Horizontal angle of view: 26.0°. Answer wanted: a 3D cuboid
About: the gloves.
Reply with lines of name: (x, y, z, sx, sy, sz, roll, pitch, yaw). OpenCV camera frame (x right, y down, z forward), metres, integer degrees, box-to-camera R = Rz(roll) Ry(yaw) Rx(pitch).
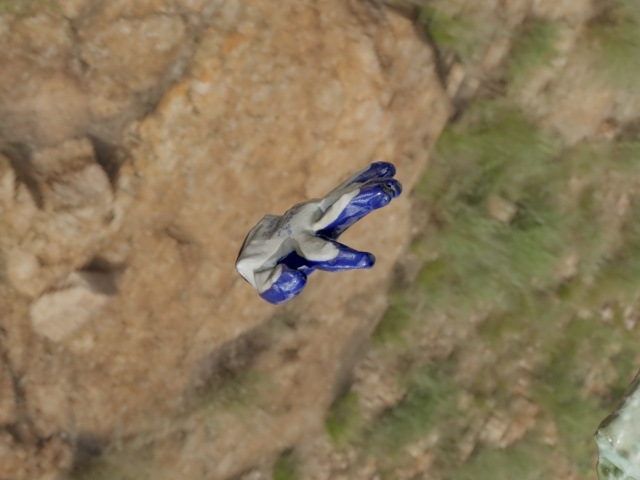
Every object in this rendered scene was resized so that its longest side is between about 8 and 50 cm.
gloves: (0.000, 0.000, 0.552, 0.026, 0.086, 0.064, 45, 41, -20)

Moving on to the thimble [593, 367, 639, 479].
thimble: (0.152, 0.073, 0.530, 0.110, 0.062, 0.084, -18, 131, -53)
